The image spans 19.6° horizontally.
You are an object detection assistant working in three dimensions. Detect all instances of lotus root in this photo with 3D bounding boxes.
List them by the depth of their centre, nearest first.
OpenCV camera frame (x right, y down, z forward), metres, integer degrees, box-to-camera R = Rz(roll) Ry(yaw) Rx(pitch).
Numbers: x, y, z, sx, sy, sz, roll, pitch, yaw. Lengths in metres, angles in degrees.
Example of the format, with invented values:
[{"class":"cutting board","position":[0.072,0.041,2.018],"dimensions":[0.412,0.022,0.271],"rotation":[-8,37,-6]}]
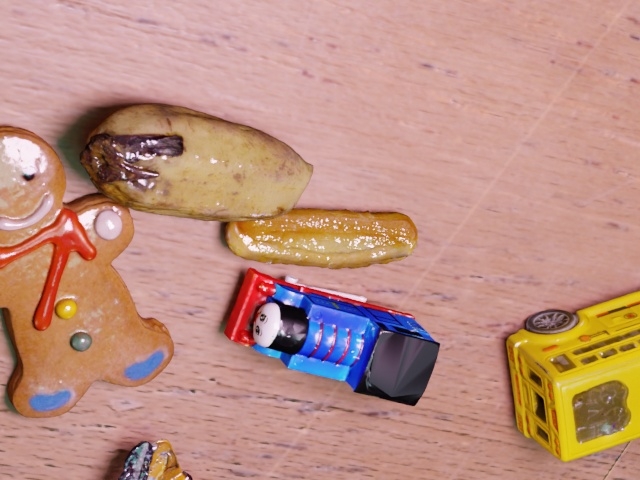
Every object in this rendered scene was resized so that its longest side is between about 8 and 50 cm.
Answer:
[{"class":"lotus root","position":[-0.128,-0.074,1.870],"dimensions":[0.258,0.097,0.110],"rotation":[11,108,-32]}]

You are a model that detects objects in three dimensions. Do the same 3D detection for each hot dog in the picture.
[{"class":"hot dog","position":[0.000,0.000,1.974],"dimensions":[0.215,0.047,0.066],"rotation":[-1,74,-22]}]

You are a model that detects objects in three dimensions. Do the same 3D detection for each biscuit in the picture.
[{"class":"biscuit","position":[-0.279,0.033,1.880],"dimensions":[0.205,0.049,0.324],"rotation":[-21,114,-12]}]

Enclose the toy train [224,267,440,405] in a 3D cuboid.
[{"class":"toy train","position":[0.014,0.101,1.970],"dimensions":[0.204,0.131,0.083],"rotation":[15,104,-26]}]

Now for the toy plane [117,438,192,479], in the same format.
[{"class":"toy plane","position":[-0.240,0.369,2.000],"dimensions":[0.316,0.103,0.204],"rotation":[-37,117,3]}]

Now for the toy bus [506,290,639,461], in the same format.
[{"class":"toy bus","position":[0.387,0.135,2.120],"dimensions":[0.330,0.152,0.144],"rotation":[-17,114,-15]}]
